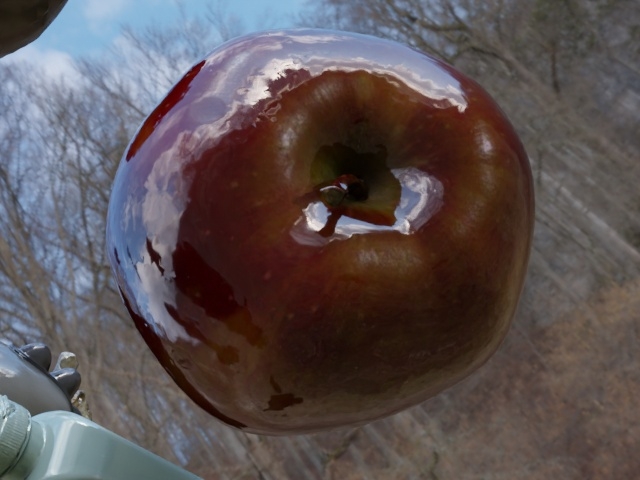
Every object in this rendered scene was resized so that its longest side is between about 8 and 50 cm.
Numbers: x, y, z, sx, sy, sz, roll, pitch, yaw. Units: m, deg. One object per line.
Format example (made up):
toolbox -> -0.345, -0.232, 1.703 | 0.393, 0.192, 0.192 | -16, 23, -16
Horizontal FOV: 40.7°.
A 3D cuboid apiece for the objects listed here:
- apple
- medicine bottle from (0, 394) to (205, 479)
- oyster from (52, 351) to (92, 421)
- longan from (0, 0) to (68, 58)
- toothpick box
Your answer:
apple -> 0.000, 0.000, 0.614 | 0.288, 0.288, 0.317 | -30, -15, -18
medicine bottle -> -0.203, 0.207, 0.741 | 0.121, 0.083, 0.229 | -21, -46, 32
oyster -> -0.465, 0.407, 1.489 | 0.204, 0.396, 0.111 | -36, -37, 27
longan -> -0.485, -0.405, 1.063 | 0.391, 0.391, 0.391 | -26, -38, -23
toothpick box -> -0.468, 0.274, 1.165 | 0.316, 0.229, 0.229 | -51, -33, -15
